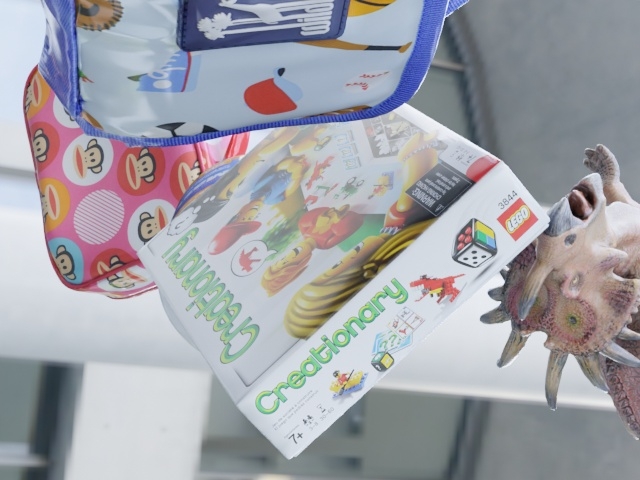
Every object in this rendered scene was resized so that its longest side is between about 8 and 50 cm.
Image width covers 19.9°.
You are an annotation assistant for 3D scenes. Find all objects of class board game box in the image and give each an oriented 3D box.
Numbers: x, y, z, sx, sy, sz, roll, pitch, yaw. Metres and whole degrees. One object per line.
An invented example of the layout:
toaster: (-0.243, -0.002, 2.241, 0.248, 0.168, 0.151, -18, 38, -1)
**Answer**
board game box: (0.000, 0.000, 1.106, 0.193, 0.053, 0.305, -43, -158, -2)

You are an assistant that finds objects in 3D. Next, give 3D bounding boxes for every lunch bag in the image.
lunch bag: (0.011, -0.233, 0.972, 0.239, 0.385, 0.328, 47, -20, 14)
lunch bag: (-0.190, -0.100, 2.021, 0.258, 0.120, 0.293, -21, -110, 26)

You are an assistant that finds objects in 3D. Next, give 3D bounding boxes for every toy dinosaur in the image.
toy dinosaur: (0.209, 0.064, 1.157, 0.127, 0.295, 0.200, -11, -150, 49)

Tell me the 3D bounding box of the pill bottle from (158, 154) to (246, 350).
pill bottle: (-0.058, 0.018, 1.522, 0.272, 0.152, 0.152, -93, -163, -80)
